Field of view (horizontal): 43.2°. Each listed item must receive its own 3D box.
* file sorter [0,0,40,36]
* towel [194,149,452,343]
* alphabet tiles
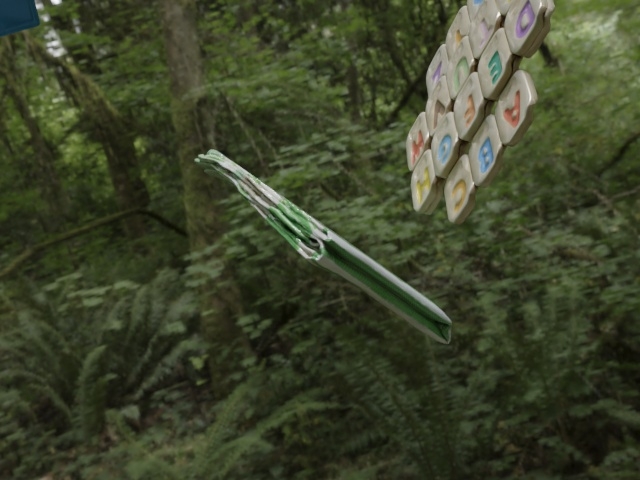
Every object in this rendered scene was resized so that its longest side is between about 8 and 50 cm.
[{"bbox_3d":[-0.278,-0.215,0.520,0.118,0.170,0.104,-30,41,-35],"label":"file sorter"},{"bbox_3d":[0.000,0.000,0.967,0.038,0.247,0.325,-56,38,2],"label":"towel"},{"bbox_3d":[0.161,-0.166,0.877,0.021,0.278,0.284,13,-44,-15],"label":"alphabet tiles"}]
